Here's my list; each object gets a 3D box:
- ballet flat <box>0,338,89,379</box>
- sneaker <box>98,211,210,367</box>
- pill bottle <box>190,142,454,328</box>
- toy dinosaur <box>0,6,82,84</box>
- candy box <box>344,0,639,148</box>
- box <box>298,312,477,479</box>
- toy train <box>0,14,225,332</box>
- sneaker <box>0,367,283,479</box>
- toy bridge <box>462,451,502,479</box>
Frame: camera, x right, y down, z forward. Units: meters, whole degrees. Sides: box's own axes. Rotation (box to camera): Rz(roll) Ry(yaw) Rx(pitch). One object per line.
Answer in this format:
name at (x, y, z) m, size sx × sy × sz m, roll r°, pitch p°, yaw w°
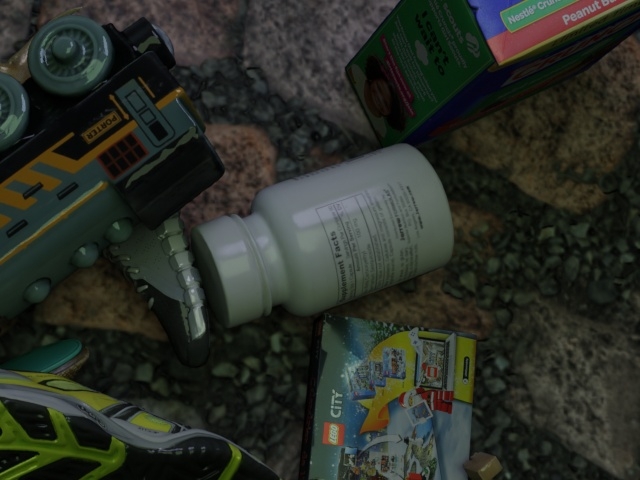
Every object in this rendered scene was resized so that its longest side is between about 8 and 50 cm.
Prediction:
ballet flat at (-0.302, 0.155, 1.198) m, size 0.206 × 0.073 × 0.067 m, roll -21°, pitch 109°, yaw -14°
sneaker at (-0.187, 0.024, 1.246) m, size 0.132 × 0.086 × 0.229 m, roll -13°, pitch 70°, yaw -11°
pill bottle at (0.000, 0.000, 1.263) m, size 0.229 × 0.131 × 0.131 m, roll -19°, pitch 82°, yaw -16°
toy dinosaur at (-0.304, -0.156, 1.278) m, size 0.092 × 0.053 × 0.183 m, roll 24°, pitch 80°, yaw -23°
candy box at (0.196, -0.215, 1.263) m, size 0.268 × 0.317 × 0.122 m, roll -26°, pitch 84°, yaw -17°
box at (0.063, 0.196, 1.278) m, size 0.159 × 0.044 × 0.233 m, roll 9°, pitch 75°, yaw -12°
toy train at (-0.246, -0.055, 1.165) m, size 0.334 × 0.142 × 0.190 m, roll -37°, pitch 71°, yaw -6°
sneaker at (-0.174, 0.192, 1.151) m, size 0.384 × 0.147 × 0.145 m, roll 31°, pitch 95°, yaw -33°
toy bridge at (0.193, 0.281, 1.279) m, size 0.026 × 0.063 × 0.188 m, roll -41°, pitch 107°, yaw -19°
